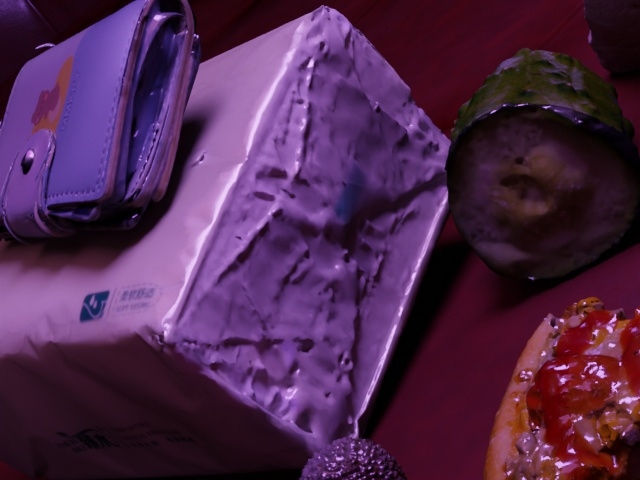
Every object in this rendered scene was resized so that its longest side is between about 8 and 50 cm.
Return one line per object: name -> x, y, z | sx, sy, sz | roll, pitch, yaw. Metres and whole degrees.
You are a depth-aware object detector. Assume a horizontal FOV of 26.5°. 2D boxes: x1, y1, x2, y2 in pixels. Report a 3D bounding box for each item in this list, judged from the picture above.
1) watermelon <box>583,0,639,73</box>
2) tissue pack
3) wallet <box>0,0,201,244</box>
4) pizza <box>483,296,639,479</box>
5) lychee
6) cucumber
watermelon -> 0.334, -0.259, 1.048 | 0.222, 0.319, 0.292 | 18, 59, 24
tissue pack -> -0.108, 0.026, 1.037 | 0.380, 0.207, 0.297 | -16, 42, 46
wallet -> -0.166, -0.077, 0.954 | 0.231, 0.069, 0.170 | -7, 64, 56
pizza -> 0.172, 0.075, 0.718 | 0.198, 0.062, 0.188 | -24, 27, 29
lychee -> 0.019, 0.151, 0.809 | 0.067, 0.068, 0.083 | 4, 17, -8
cucumber -> 0.160, -0.077, 0.985 | 0.134, 0.134, 0.244 | -30, 18, 19
